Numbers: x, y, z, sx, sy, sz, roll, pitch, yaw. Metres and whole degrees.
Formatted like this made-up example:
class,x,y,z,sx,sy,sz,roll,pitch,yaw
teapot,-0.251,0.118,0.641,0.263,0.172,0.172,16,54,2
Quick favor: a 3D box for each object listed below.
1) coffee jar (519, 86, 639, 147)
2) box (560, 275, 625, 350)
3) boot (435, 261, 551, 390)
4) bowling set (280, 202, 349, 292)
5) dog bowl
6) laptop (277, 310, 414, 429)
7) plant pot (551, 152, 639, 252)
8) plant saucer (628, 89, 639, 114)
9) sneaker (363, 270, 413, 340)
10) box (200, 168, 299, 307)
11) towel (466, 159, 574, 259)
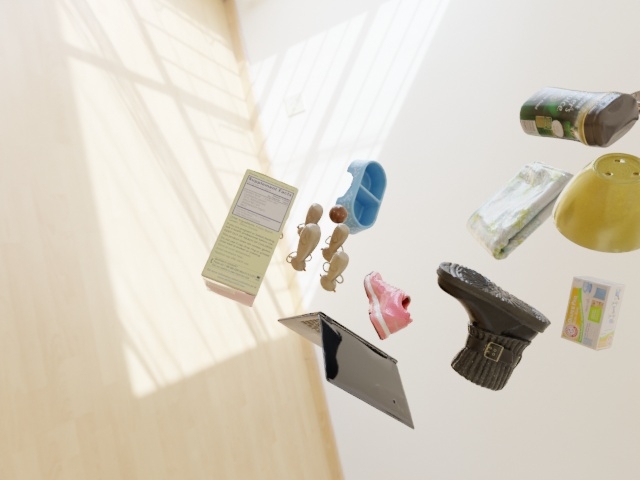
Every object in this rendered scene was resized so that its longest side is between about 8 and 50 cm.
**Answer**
class,x,y,z,sx,sy,sz,roll,pitch,yaw
coffee jar,0.461,-0.225,0.832,0.079,0.096,0.184,58,-9,-31
box,0.836,0.220,1.417,0.103,0.114,0.203,2,99,-35
boot,0.419,0.242,1.270,0.348,0.260,0.131,32,19,2
bowling set,0.000,0.000,1.251,0.287,0.154,0.200,44,42,21
dog bowl,0.155,-0.163,1.665,0.166,0.074,0.297,36,64,-35
laptop,0.068,0.430,1.540,0.382,0.408,0.236,37,58,-25
plant pot,0.402,-0.064,0.637,0.095,0.134,0.134,76,16,-44
plant saucer,0.854,-0.316,1.044,0.278,0.278,0.041,-59,145,-60
sneaker,0.228,0.199,1.508,0.314,0.136,0.116,-92,159,-61
box,-0.155,0.004,1.008,0.213,0.117,0.243,128,-16,-73
towel,0.716,-0.124,1.680,0.090,0.374,0.320,39,15,-9
